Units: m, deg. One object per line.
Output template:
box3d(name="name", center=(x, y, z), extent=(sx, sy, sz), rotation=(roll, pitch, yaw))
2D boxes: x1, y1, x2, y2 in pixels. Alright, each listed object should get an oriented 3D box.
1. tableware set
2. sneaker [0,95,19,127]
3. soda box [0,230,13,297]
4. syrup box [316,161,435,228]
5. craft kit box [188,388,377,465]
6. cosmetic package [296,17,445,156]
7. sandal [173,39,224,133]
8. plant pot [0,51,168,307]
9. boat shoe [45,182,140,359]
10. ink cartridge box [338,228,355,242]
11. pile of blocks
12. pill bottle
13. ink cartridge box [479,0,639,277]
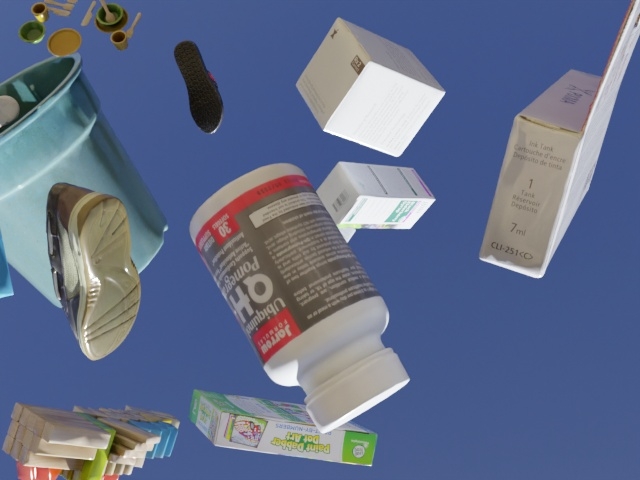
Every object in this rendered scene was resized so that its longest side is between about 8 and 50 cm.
box3d(name="tableware set", center=(-0.332, -0.296, 1.095), extent=(0.154, 0.024, 0.104), rotation=(16, -112, 9))
box3d(name="sneaker", center=(-0.577, -0.193, 1.335), extent=(0.157, 0.061, 0.065), rotation=(-21, -170, -11))
box3d(name="soda box", center=(-0.269, -0.056, 0.520), extent=(0.067, 0.071, 0.210), rotation=(-9, -87, 26))
box3d(name="syrup box", center=(0.114, -0.088, 1.609), extent=(0.093, 0.236, 0.096), rotation=(-51, -124, 32))
box3d(name="craft kit box", center=(-0.069, 0.294, 1.273), extent=(0.246, 0.250, 0.061), rotation=(15, -97, -16))
box3d(name="cosmetic package", center=(0.086, -0.269, 1.415), extent=(0.151, 0.183, 0.151), rotation=(-55, -139, 27))
box3d(name="sandal", center=(-0.222, -0.290, 1.502), extent=(0.067, 0.040, 0.179), rotation=(-19, -90, 18))
box3d(name="plant pot", center=(-0.454, -0.085, 1.361), extent=(0.341, 0.334, 0.341), rotation=(-22, -147, 15))
box3d(name="boat shoe", center=(-0.240, 0.031, 0.828), extent=(0.073, 0.224, 0.080), rotation=(32, -133, 22))
box3d(name="ink cartridge box", center=(0.000, 0.000, 1.639), extent=(0.122, 0.088, 0.052), rotation=(-56, -146, -9))
box3d(name="pile of blocks", center=(-0.296, 0.306, 1.122), extent=(0.148, 0.362, 0.113), rotation=(14, -96, 21))
box3d(name="pill bottle", center=(-0.022, 0.074, 1.024), extent=(0.176, 0.176, 0.319), rotation=(-31, -106, -1))
box3d(name="ink cartridge box", center=(0.250, -0.135, 0.777), extent=(0.066, 0.261, 0.296), rotation=(20, -154, 19))
